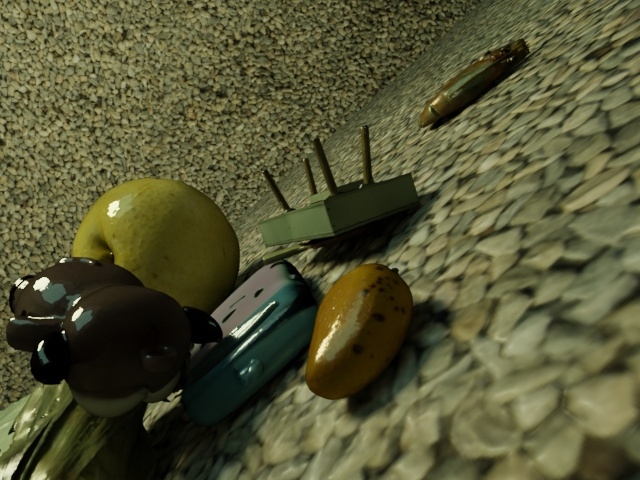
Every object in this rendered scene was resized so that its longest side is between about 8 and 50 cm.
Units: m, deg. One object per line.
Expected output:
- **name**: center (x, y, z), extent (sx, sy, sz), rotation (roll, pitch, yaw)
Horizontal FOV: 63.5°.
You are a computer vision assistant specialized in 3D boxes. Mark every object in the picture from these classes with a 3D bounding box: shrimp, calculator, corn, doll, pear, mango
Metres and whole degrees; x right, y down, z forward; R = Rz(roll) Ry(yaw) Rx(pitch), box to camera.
- **shrimp**: center (0.250, -0.265, 0.875), extent (0.217, 0.051, 0.115), rotation (-37, 10, 33)
- **calculator**: center (-0.083, 0.104, 0.598), extent (0.173, 0.051, 0.293), rotation (-41, 12, -1)
- **corn**: center (-0.245, 0.202, 0.534), extent (0.122, 0.123, 0.305), rotation (-28, 21, -7)
- **doll**: center (-0.228, 0.088, 0.531), extent (0.257, 0.117, 0.182), rotation (21, 19, 38)
- **shrimp**: center (-0.182, 0.165, 0.635), extent (0.165, 0.056, 0.065), rotation (178, 101, -84)
- **pear**: center (-0.295, 0.033, 0.970), extent (0.309, 0.309, 0.309), rotation (-40, 12, 10)
- **mango**: center (0.026, 0.064, 0.374), extent (0.079, 0.057, 0.114), rotation (-17, 30, 48)

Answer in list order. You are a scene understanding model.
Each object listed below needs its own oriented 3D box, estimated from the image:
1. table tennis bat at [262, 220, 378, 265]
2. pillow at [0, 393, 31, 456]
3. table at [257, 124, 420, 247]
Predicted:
- **table tennis bat**: center (0.000, 0.000, 0.667), extent (0.156, 0.013, 0.087), rotation (-20, 7, 0)
- **pillow**: center (-0.390, 0.307, 0.657), extent (0.283, 0.138, 0.310), rotation (-29, 18, 7)
- **table**: center (0.002, -0.066, 0.681), extent (0.121, 0.111, 0.240), rotation (-19, 4, -24)
